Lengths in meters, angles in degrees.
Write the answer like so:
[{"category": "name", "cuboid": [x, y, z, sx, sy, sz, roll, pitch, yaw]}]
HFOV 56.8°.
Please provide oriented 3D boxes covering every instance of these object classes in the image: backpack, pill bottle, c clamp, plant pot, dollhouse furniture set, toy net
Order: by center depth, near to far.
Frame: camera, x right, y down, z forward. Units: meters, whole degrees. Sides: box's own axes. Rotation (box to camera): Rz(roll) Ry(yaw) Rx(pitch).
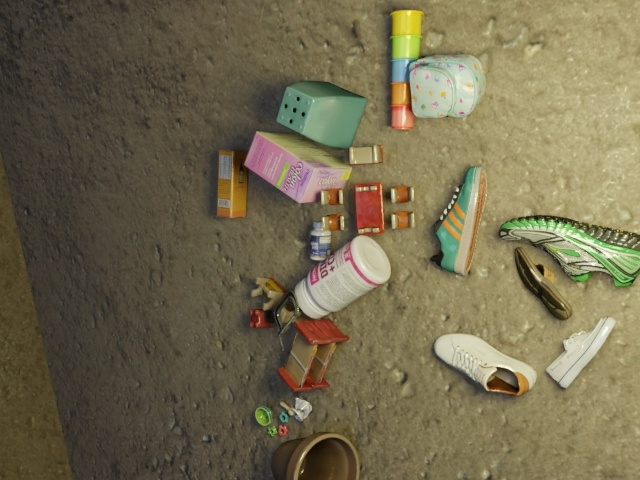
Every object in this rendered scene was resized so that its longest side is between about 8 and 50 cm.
[{"category": "backpack", "cuboid": [0.331, -0.404, 1.560, 0.188, 0.144, 0.166, 6, 120, 28]}, {"category": "dollhouse furniture set", "cuboid": [0.140, -0.146, 1.728, 0.261, 0.135, 0.259, -2, 96, 10]}, {"category": "plant pot", "cuboid": [-0.010, -0.375, 1.749, 0.165, 0.234, 0.166, 31, 113, 28]}, {"category": "pill bottle", "cuboid": [0.061, 0.119, 1.809, 0.283, 0.160, 0.160, -37, 75, 32]}, {"category": "c clamp", "cuboid": [-0.103, 0.242, 1.855, 0.161, 0.022, 0.137, -58, 43, 33]}, {"category": "pill bottle", "cuboid": [0.000, 0.000, 1.893, 0.067, 0.067, 0.120, 6, 100, 34]}, {"category": "plant pot", "cuboid": [-0.040, 0.744, 1.934, 0.229, 0.263, 0.263, -7, 92, 53]}, {"category": "dollhouse furniture set", "cuboid": [-0.095, 0.302, 1.976, 0.374, 0.152, 0.201, 42, 119, 42]}, {"category": "toy net", "cuboid": [-0.124, 0.623, 2.073, 0.232, 0.045, 0.122, -23, 83, 34]}]

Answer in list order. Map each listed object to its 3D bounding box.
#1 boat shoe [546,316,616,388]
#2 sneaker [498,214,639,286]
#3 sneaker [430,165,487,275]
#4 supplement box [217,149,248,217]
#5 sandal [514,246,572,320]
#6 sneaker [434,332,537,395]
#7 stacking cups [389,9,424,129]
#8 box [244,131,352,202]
[{"category": "boat shoe", "cuboid": [0.642, 0.270, 1.478, 0.075, 0.083, 0.226, 37, 116, 24]}, {"category": "sneaker", "cuboid": [0.599, 0.022, 1.441, 0.343, 0.134, 0.146, 17, 103, 31]}, {"category": "sneaker", "cuboid": [0.368, -0.060, 1.608, 0.121, 0.108, 0.302, 16, 107, 27]}, {"category": "supplement box", "cuboid": [-0.308, -0.199, 2.073, 0.080, 0.078, 0.234, 13, 103, 36]}, {"category": "sandal", "cuboid": [0.572, 0.104, 1.507, 0.219, 0.060, 0.090, 56, 167, 36]}, {"category": "sneaker", "cuboid": [0.430, 0.334, 1.611, 0.290, 0.123, 0.106, 17, 107, 33]}, {"category": "stacking cups", "cuboid": [0.239, -0.471, 1.653, 0.096, 0.096, 0.316, 5, 100, 34]}, {"category": "box", "cuboid": [-0.068, -0.227, 1.821, 0.243, 0.213, 0.117, 34, 114, 26]}]
